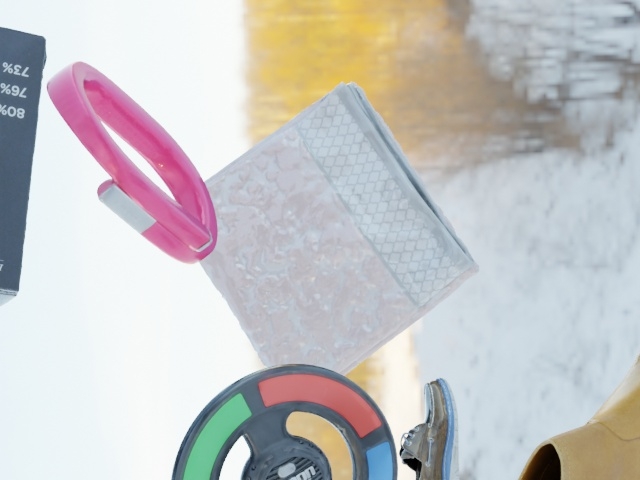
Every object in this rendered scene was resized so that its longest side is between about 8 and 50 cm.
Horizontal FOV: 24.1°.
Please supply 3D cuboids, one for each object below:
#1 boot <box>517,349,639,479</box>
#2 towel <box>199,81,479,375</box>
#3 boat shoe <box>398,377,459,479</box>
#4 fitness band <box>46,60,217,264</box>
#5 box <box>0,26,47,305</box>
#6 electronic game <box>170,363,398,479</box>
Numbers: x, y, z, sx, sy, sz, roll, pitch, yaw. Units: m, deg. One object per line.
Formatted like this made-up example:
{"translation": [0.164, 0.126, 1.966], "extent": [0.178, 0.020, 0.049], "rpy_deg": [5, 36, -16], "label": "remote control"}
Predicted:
{"translation": [0.269, 0.172, 1.326], "extent": [0.211, 0.104, 0.295], "rpy_deg": [9, -84, -46], "label": "boot"}
{"translation": [0.000, 0.000, 1.978], "extent": [0.332, 0.317, 0.053], "rpy_deg": [57, -168, 20], "label": "towel"}
{"translation": [0.128, 0.249, 1.780], "extent": [0.066, 0.066, 0.183], "rpy_deg": [101, 169, -61], "label": "boat shoe"}
{"translation": [-0.209, -0.090, 1.738], "extent": [0.291, 0.054, 0.209], "rpy_deg": [44, -163, -45], "label": "fitness band"}
{"translation": [-0.301, -0.060, 1.127], "extent": [0.108, 0.153, 0.207], "rpy_deg": [-19, 63, 62], "label": "box"}
{"translation": [-0.032, 0.229, 1.420], "extent": [0.048, 0.229, 0.229], "rpy_deg": [-159, 65, -66], "label": "electronic game"}
